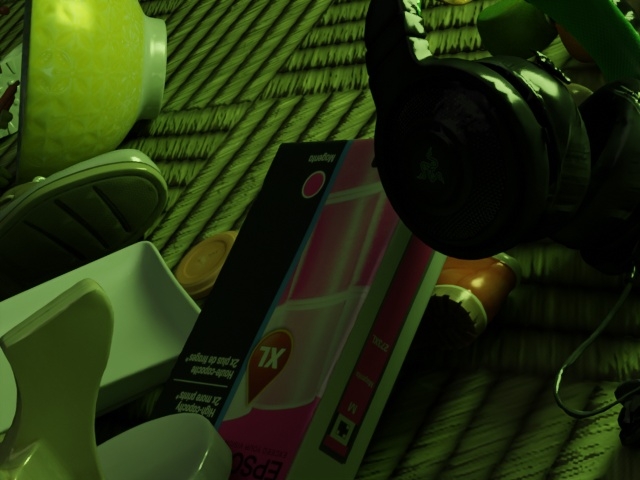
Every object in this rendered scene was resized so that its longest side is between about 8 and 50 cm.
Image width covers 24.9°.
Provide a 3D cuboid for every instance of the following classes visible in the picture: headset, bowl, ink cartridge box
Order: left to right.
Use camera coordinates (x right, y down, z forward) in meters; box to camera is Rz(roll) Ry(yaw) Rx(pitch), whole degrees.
[{"bbox_3d":[-0.259,-0.201,1.644,0.156,0.289,0.289,3,27,-14],"label":"bowl"},{"bbox_3d":[-0.028,0.095,1.029,0.176,0.069,0.371,1,63,49],"label":"ink cartridge box"},{"bbox_3d":[0.171,-0.060,0.944,0.185,0.243,0.394,-44,48,47],"label":"headset"}]

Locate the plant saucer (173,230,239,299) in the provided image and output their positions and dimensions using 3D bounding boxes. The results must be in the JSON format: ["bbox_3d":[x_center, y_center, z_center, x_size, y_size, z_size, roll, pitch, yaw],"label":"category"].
[{"bbox_3d":[-0.103,0.021,1.340,0.083,0.013,0.083,-26,32,18],"label":"plant saucer"}]

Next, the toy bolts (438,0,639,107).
[{"bbox_3d":[0.166,-0.167,1.150,0.158,0.218,0.228,6,68,43],"label":"toy bolts"}]

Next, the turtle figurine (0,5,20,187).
[{"bbox_3d":[-0.401,-0.142,1.693,0.087,0.217,0.269,-3,32,-16],"label":"turtle figurine"}]

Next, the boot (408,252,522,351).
[{"bbox_3d":[0.078,0.041,1.083,0.158,0.059,0.084,-3,31,46],"label":"boot"}]

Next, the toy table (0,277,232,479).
[{"bbox_3d":[-0.207,0.161,0.911,0.274,0.161,0.252,-41,24,-20],"label":"toy table"}]

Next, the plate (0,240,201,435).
[{"bbox_3d":[-0.243,0.108,1.272,0.277,0.045,0.278,-25,23,-10],"label":"plate"}]

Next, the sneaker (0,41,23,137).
[{"bbox_3d":[-0.402,-0.211,1.938,0.235,0.090,0.095,-43,17,-17],"label":"sneaker"}]

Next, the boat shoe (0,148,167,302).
[{"bbox_3d":[-0.290,-0.017,1.495,0.302,0.113,0.103,-29,36,17],"label":"boat shoe"}]
